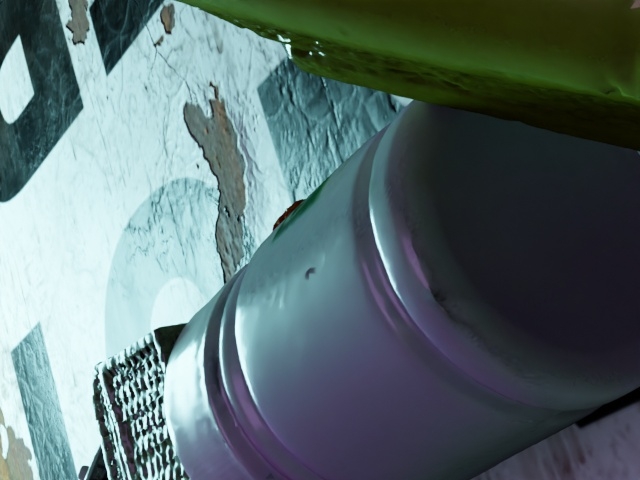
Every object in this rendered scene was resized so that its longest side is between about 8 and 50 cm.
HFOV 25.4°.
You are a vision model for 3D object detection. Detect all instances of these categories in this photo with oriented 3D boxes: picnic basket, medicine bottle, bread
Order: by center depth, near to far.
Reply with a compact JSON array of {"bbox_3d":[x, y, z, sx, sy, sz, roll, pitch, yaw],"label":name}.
[{"bbox_3d":[0.116,-0.154,0.678,0.376,0.251,0.208,20,95,21],"label":"bread"},{"bbox_3d":[0.055,0.057,0.916,0.325,0.212,0.212,-44,59,50],"label":"medicine bottle"},{"bbox_3d":[-0.062,0.133,1.118,0.154,0.196,0.134,-34,69,52],"label":"picnic basket"}]

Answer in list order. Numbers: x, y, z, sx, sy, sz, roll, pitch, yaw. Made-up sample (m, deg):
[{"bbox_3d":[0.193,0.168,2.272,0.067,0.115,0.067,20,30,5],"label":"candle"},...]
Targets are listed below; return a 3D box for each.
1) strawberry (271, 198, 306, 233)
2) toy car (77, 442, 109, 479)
[{"bbox_3d":[0.000,0.000,1.102,0.096,0.083,0.083,81,168,-66],"label":"strawberry"},{"bbox_3d":[-0.164,0.211,1.293,0.210,0.089,0.108,-48,-29,-80],"label":"toy car"}]
